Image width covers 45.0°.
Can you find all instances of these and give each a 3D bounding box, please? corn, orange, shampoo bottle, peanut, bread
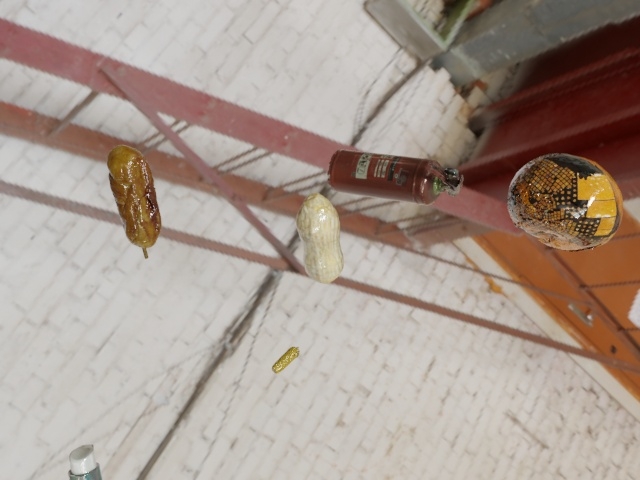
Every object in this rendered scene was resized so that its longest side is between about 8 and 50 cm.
[{"bbox_3d":[-0.075,0.267,1.730,0.028,0.027,0.083,30,-125,27],"label":"corn"},{"bbox_3d":[0.498,-0.077,1.566,0.182,0.234,0.234,-58,-159,-8],"label":"orange"},{"bbox_3d":[-0.354,0.417,1.196,0.074,0.191,0.074,-7,-170,1],"label":"shampoo bottle"},{"bbox_3d":[0.000,0.000,1.544,0.087,0.206,0.087,-5,-143,4],"label":"peanut"},{"bbox_3d":[-0.504,-0.093,2.093,0.124,0.343,0.084,13,-146,28],"label":"bread"}]

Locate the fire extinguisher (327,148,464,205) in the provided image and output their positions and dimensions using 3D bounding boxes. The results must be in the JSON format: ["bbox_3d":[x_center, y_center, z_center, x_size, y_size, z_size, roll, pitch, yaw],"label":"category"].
[{"bbox_3d":[0.174,-0.144,1.720,0.337,0.147,0.106,9,-99,31],"label":"fire extinguisher"}]
